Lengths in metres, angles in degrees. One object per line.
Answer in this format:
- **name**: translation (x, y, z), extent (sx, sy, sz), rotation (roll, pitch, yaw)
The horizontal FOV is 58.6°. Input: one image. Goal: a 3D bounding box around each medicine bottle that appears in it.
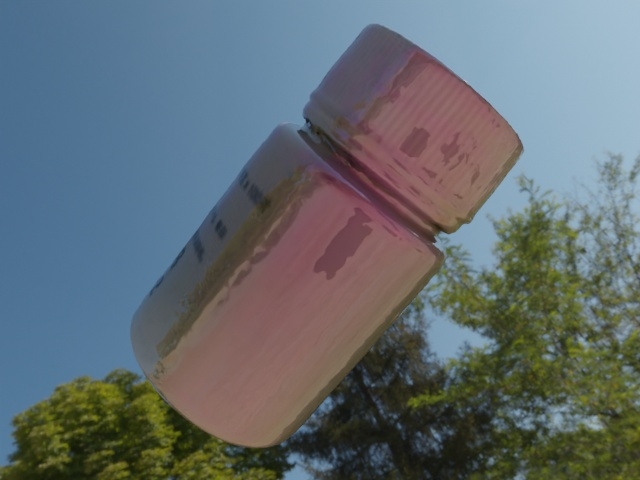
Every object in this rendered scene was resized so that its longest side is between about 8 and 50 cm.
- **medicine bottle**: translation (0.000, 0.000, 0.579), extent (0.219, 0.219, 0.388), rotation (26, -73, -47)
